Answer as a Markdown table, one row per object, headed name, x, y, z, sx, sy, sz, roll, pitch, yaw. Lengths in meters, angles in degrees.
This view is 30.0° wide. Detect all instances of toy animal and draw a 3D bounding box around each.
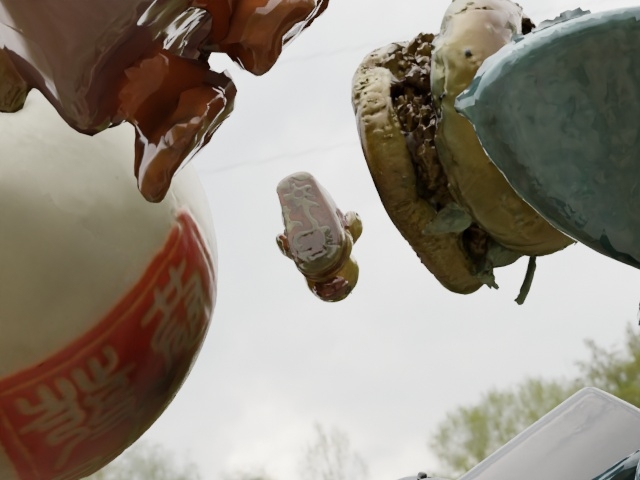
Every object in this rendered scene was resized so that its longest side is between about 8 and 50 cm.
| name | x | y | z | sx | sy | sz | roll | pitch | yaw |
| --- | --- | --- | --- | --- | --- | --- | --- | --- | --- |
| toy animal | -0.136 | -0.171 | 0.601 | 0.195 | 0.281 | 0.169 | -49 | 9 | 8 |

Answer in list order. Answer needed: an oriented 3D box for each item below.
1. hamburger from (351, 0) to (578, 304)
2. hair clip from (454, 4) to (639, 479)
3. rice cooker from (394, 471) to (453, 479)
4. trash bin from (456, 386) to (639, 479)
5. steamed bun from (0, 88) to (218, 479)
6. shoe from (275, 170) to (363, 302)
| name | x | y | z | sx | sy | sz | roll | pitch | yaw |
| --- | --- | --- | --- | --- | --- | --- | --- | --- | --- |
| hamburger | 0.104 | -0.053 | 0.732 | 0.113 | 0.185 | 0.177 | -23 | -9 | 17 |
| hair clip | 0.242 | 0.049 | 0.445 | 0.318 | 0.238 | 0.392 | -10 | -70 | -20 |
| rice cooker | 0.152 | 0.346 | 1.404 | 0.203 | 0.118 | 0.142 | 9 | 5 | 28 |
| trash bin | 0.175 | 0.274 | 0.967 | 0.290 | 0.182 | 0.209 | -33 | -53 | -24 |
| steamed bun | -0.221 | 0.056 | 0.972 | 0.374 | 0.241 | 0.374 | -55 | -14 | -22 |
| shoe | 0.002 | -0.003 | 0.998 | 0.072 | 0.109 | 0.069 | -37 | -26 | -3 |
